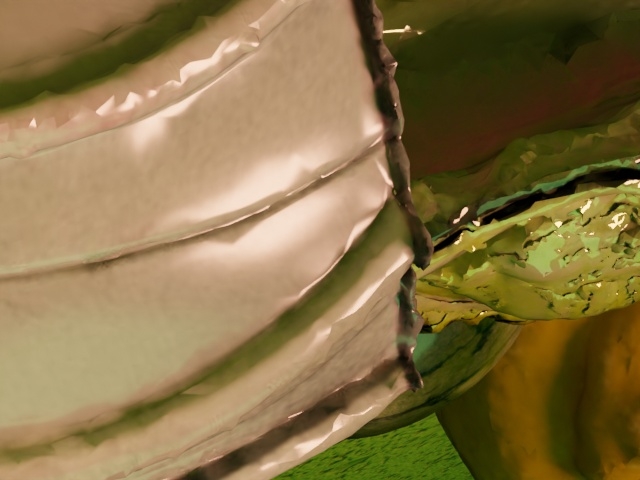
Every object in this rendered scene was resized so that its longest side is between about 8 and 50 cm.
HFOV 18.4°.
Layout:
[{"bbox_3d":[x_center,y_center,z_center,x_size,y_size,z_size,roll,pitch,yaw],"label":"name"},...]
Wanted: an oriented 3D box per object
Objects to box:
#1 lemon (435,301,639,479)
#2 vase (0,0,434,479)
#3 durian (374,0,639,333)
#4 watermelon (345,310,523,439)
[{"bbox_3d":[0.214,0.030,1.072,0.348,0.348,0.348,-21,165,-6],"label":"lemon"},{"bbox_3d":[-0.212,0.003,0.536,0.446,0.250,0.250,-14,164,-13],"label":"vase"},{"bbox_3d":[0.102,-0.044,0.737,0.352,0.158,0.169,-13,-174,-8],"label":"durian"},{"bbox_3d":[0.000,0.000,0.907,0.215,0.188,0.188,-25,166,-6],"label":"watermelon"}]
